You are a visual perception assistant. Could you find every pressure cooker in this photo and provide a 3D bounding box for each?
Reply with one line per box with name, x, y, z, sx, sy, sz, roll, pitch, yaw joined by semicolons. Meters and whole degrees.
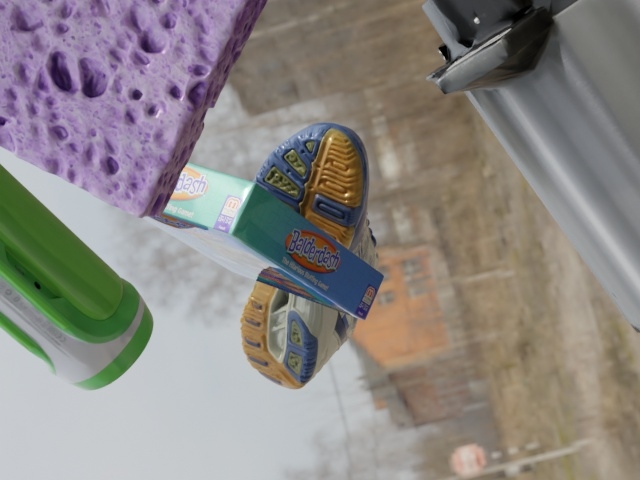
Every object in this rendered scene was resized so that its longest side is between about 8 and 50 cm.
pressure cooker;0.278;-0.169;1.017;0.420;0.375;0.370;54;-164;-4

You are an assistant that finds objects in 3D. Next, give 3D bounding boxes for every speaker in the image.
speaker;-0.303;0.021;1.372;0.296;0.131;0.131;47;-160;-28

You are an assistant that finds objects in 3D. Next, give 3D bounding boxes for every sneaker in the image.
sneaker;0.000;0.000;1.319;0.131;0.112;0.296;-35;-30;-44

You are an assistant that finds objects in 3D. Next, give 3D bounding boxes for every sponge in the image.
sponge;-0.076;-0.127;0.587;0.210;0.117;0.031;-64;-10;5

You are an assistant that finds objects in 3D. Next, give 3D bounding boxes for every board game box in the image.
board game box;-0.065;-0.007;1.138;0.210;0.160;0.047;35;-103;-53
